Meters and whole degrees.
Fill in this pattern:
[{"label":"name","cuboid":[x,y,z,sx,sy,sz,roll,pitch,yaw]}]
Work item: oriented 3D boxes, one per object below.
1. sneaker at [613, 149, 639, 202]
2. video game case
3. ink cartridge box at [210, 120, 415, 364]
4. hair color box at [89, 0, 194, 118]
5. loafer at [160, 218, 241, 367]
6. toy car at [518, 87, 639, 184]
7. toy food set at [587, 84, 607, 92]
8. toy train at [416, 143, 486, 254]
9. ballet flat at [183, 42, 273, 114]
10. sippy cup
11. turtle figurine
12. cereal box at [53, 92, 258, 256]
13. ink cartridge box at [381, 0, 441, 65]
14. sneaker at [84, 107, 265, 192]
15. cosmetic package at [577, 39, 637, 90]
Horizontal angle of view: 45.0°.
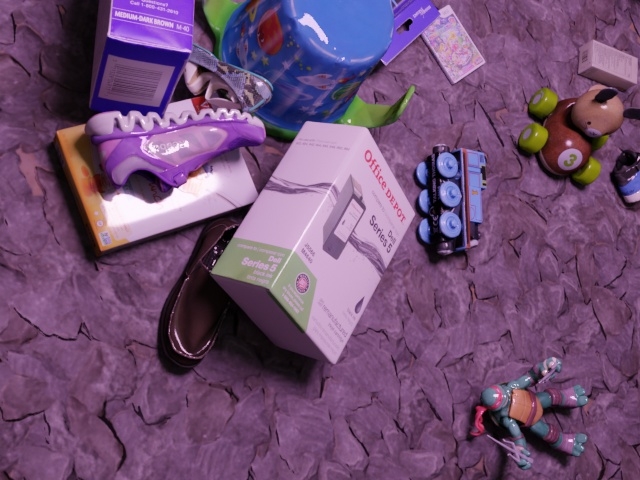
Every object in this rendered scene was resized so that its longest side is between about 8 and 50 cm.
[{"label":"sneaker","cuboid":[0.615,-0.146,1.468,0.152,0.058,0.085,-37,104,-20]},{"label":"video game case","cuboid":[0.229,-0.345,1.359,0.087,0.011,0.122,-36,95,-26]},{"label":"ink cartridge box","cuboid":[0.000,0.000,1.076,0.273,0.114,0.198,-60,139,-23]},{"label":"hair color box","cuboid":[-0.232,-0.354,1.026,0.110,0.185,0.339,6,70,-22]},{"label":"loafer","cuboid":[-0.157,0.064,1.054,0.080,0.078,0.220,21,71,-19]},{"label":"toy car","cuboid":[0.471,-0.202,1.341,0.155,0.188,0.149,27,69,-17]},{"label":"toy food set","cuboid":[0.539,-0.258,1.479,0.082,0.020,0.083,-33,93,-27]},{"label":"toy train","cuboid":[0.217,-0.065,1.258,0.105,0.080,0.184,6,76,-30]},{"label":"ballet flat","cuboid":[-0.153,-0.227,1.085,0.188,0.070,0.070,29,59,32]},{"label":"sippy cup","cuboid":[-0.012,-0.290,1.117,0.305,0.224,0.240,-1,80,-26]},{"label":"turtle figurine","cuboid":[0.330,0.264,1.217,0.234,0.118,0.175,21,85,-36]},{"label":"cereal box","cuboid":[-0.224,-0.096,1.074,0.240,0.047,0.173,-21,87,-27]},{"label":"ink cartridge box","cuboid":[0.097,-0.417,1.268,0.208,0.045,0.206,46,52,-6]},{"label":"sneaker","cuboid":[-0.186,-0.117,1.024,0.236,0.095,0.105,-7,86,-21]},{"label":"cosmetic package","cuboid":[0.555,-0.337,1.491,0.115,0.041,0.060,16,72,-21]}]
